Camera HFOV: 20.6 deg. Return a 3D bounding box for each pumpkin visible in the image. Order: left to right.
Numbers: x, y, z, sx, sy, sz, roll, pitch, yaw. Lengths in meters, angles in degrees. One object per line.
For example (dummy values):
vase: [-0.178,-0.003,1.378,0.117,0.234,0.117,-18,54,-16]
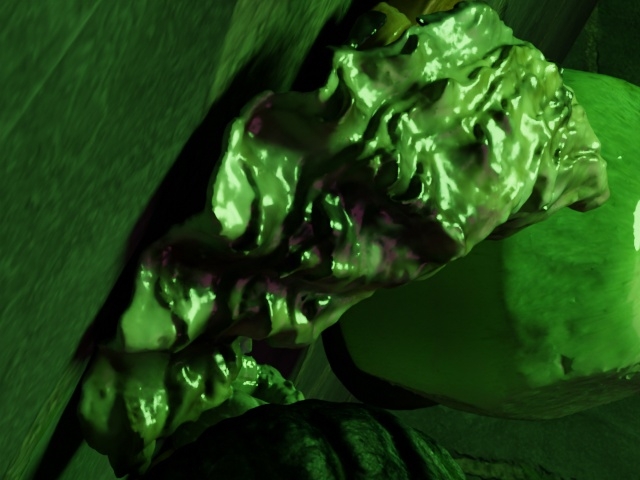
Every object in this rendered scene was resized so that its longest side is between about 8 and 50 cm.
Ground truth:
pumpkin: [-0.016,0.181,0.920,0.220,0.162,0.220,-17,146,-11]

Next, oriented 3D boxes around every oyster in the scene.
oyster: [0.023,-0.008,0.942,0.351,0.115,0.238,-18,153,-37]

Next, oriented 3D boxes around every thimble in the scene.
thimble: [-0.052,0.120,1.183,0.062,0.084,0.110,-63,171,11]

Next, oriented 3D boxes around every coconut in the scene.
coconut: [0.150,0.000,1.352,0.328,0.328,0.281,-48,133,-61]

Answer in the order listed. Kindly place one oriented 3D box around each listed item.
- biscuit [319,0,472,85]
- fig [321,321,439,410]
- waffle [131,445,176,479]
biscuit: [0.033,-0.112,1.061,0.250,0.036,0.165,-52,172,-12]
fig: [0.087,0.026,1.562,0.195,0.195,0.245,-36,118,-74]
waffle: [-0.132,0.263,1.162,0.224,0.098,0.327,-62,175,16]
